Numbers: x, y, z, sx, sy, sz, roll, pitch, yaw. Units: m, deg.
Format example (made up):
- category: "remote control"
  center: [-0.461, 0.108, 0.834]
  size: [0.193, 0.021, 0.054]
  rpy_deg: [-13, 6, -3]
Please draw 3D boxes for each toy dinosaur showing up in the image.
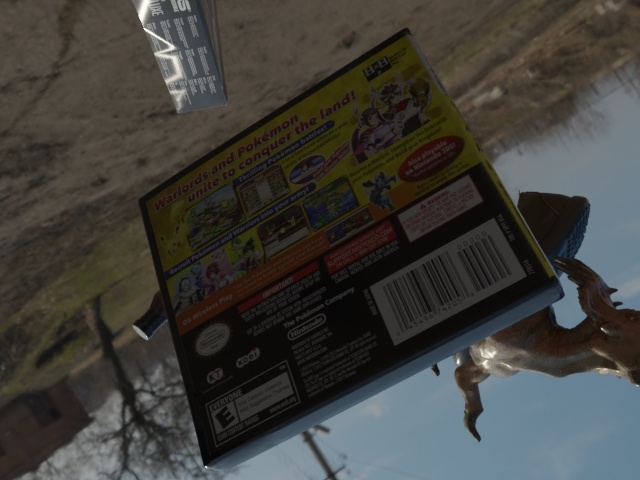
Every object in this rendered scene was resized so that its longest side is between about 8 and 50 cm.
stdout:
- category: "toy dinosaur"
  center: [0.166, 0.045, 0.679]
  size: [0.200, 0.296, 0.127]
  rpy_deg: [-35, 156, -3]

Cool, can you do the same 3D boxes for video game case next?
- category: "video game case"
  center: [0.000, 0.000, 0.558]
  size: [0.274, 0.248, 0.035]
  rpy_deg: [-30, 148, 13]

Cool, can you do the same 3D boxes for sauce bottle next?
- category: "sauce bottle"
  center: [-0.172, 0.064, 0.879]
  size: [0.128, 0.042, 0.042]
  rpy_deg: [-45, -173, -26]

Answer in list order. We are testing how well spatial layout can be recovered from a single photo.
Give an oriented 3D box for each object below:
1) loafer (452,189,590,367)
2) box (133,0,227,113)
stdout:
- category: "loafer"
  center: [0.277, 0.054, 1.108]
  size: [0.366, 0.130, 0.134]
  rpy_deg: [-44, 142, -34]
- category: "box"
  center: [-0.192, -0.353, 0.926]
  size: [0.076, 0.243, 0.307]
  rpy_deg: [-10, 150, 0]
